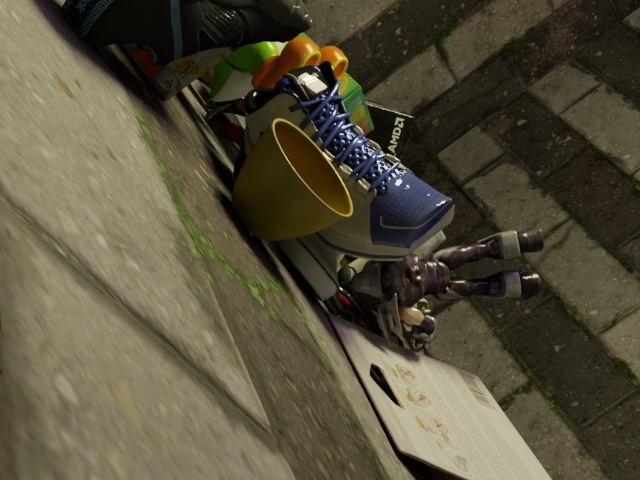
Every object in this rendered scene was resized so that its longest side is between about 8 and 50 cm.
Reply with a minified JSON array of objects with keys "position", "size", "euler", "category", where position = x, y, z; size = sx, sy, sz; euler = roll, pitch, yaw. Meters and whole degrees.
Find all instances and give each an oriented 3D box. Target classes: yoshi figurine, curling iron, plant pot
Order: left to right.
[{"position":[-0.125,-0.349,1.313],"size":[0.362,0.203,0.204],"euler":[38,-31,17],"category":"yoshi figurine"},{"position":[-0.133,-0.187,1.515],"size":[0.035,0.068,0.274],"euler":[57,1,15],"category":"curling iron"},{"position":[-0.043,-0.054,1.017],"size":[0.134,0.095,0.134],"euler":[46,20,-22],"category":"plant pot"}]

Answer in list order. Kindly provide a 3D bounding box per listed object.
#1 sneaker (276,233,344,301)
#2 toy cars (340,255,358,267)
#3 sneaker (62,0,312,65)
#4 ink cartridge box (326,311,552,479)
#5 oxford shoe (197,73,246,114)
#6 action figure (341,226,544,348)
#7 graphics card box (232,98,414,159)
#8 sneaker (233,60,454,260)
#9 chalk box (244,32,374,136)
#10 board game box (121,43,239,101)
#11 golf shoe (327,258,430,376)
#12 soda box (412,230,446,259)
[{"position":[0.000,0.000,1.209],"size":[0.094,0.091,0.258],"euler":[53,4,-17],"category":"sneaker"},{"position":[0.010,0.002,1.458],"size":[0.394,0.087,0.176],"euler":[50,-8,-6],"category":"toy cars"},{"position":[-0.125,-0.250,0.935],"size":[0.125,0.139,0.341],"euler":[56,22,12],"category":"sneaker"},{"position":[0.134,0.223,1.093],"size":[0.261,0.066,0.296],"euler":[25,16,-24],"category":"ink cartridge box"},{"position":[-0.169,-0.312,1.555],"size":[0.348,0.123,0.130],"euler":[48,-29,-14],"category":"oxford shoe"},{"position":[0.158,0.048,1.213],"size":[0.099,0.284,0.186],"euler":[-177,-97,-68],"category":"action figure"},{"position":[-0.021,-0.253,1.748],"size":[0.370,0.094,0.233],"euler":[16,10,-7],"category":"graphics card box"},{"position":[0.007,-0.112,1.121],"size":[0.315,0.127,0.182],"euler":[28,-41,31],"category":"sneaker"},{"position":[-0.009,-0.200,1.415],"size":[0.213,0.132,0.132],"euler":[47,-8,24],"category":"chalk box"},{"position":[-0.215,-0.327,1.077],"size":[0.275,0.142,0.144],"euler":[53,5,-24],"category":"board game box"},{"position":[0.117,0.135,1.285],"size":[0.273,0.120,0.105],"euler":[54,2,-25],"category":"golf shoe"},{"position":[0.080,-0.035,1.548],"size":[0.098,0.091,0.286],"euler":[56,-18,-26],"category":"soda box"}]
